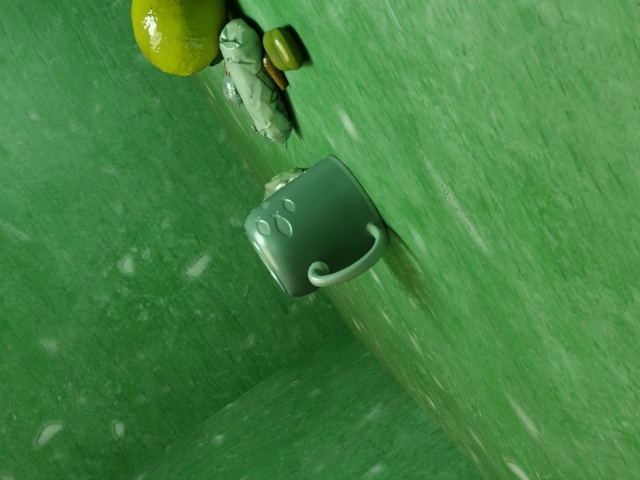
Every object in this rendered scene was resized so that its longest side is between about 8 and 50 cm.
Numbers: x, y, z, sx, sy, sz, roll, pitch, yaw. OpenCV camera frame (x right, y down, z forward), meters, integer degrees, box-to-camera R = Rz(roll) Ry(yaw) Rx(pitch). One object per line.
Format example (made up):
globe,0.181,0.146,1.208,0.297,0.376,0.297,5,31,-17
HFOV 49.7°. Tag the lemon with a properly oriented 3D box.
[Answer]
lemon,-0.328,-0.523,1.620,0.236,0.236,0.263,53,169,26

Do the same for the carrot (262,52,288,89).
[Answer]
carrot,-0.103,-0.386,1.572,0.093,0.032,0.032,56,175,-39

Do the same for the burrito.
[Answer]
burrito,-0.154,-0.370,1.707,0.139,0.101,0.445,51,172,29

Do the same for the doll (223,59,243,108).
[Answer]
doll,-0.269,-0.490,2.112,0.094,0.079,0.180,-104,-1,-62

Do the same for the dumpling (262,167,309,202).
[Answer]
dumpling,-0.049,-0.084,1.934,0.243,0.187,0.318,61,170,-6

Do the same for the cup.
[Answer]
cup,0.000,0.000,1.613,0.259,0.274,0.357,60,173,-35

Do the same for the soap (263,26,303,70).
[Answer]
soap,-0.072,-0.371,1.340,0.089,0.045,0.140,56,173,-20

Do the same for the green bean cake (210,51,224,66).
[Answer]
green bean cake,-0.332,-0.595,1.853,0.227,0.125,0.222,50,173,11
